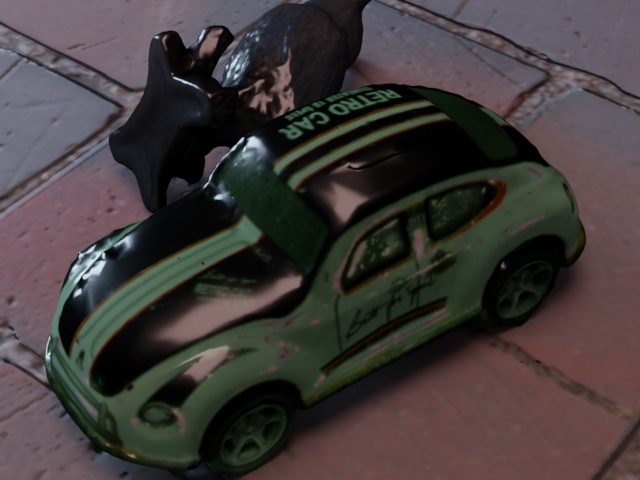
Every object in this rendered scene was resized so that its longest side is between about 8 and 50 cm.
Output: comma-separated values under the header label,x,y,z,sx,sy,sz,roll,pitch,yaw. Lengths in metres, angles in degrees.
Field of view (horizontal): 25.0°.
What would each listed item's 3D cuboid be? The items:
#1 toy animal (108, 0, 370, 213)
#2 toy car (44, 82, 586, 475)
label,x,y,z,sx,sy,sz,roll,pitch,yaw
toy animal,-0.016,-0.092,0.887,0.117,0.121,0.210,45,51,16
toy car,0.000,0.000,0.760,0.305,0.125,0.136,-24,48,-25
